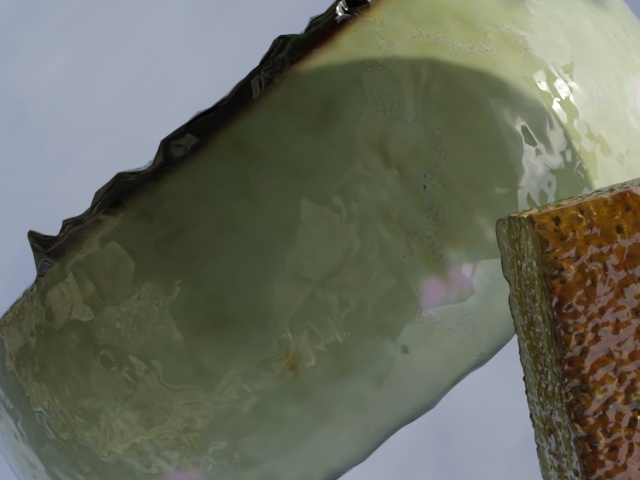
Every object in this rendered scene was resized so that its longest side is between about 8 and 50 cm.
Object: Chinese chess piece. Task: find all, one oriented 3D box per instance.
[{"bbox_3d":[0.000,0.000,0.699,0.349,0.349,0.146,-39,-90,31],"label":"Chinese chess piece"}]

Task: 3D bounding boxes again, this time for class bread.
[{"bbox_3d":[0.102,0.025,0.423,0.035,0.094,0.090,-167,-117,-74],"label":"bread"}]
